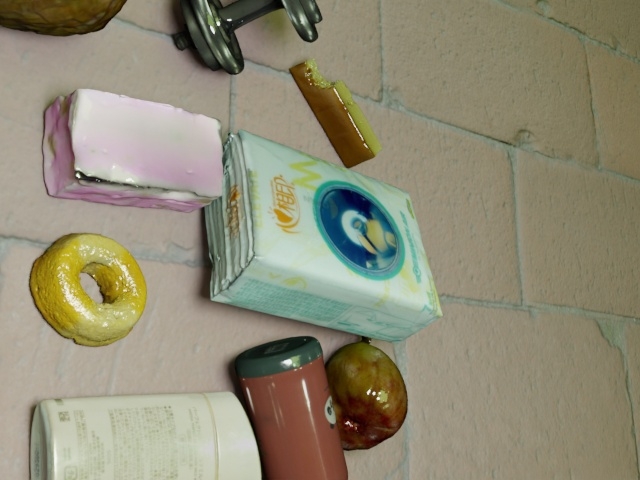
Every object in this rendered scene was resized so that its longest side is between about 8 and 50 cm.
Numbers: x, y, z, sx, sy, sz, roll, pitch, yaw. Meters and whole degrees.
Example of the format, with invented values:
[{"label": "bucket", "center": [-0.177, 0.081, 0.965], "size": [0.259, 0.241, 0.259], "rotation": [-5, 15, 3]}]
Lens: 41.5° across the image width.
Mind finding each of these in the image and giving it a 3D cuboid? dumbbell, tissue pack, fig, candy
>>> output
[{"label": "dumbbell", "center": [-0.117, -0.401, 1.454], "size": [0.192, 0.290, 0.192], "rotation": [-23, 90, -83]}, {"label": "tissue pack", "center": [0.000, 0.000, 1.446], "size": [0.388, 0.162, 0.287], "rotation": [17, 46, -34]}, {"label": "fig", "center": [0.076, 0.235, 1.502], "size": [0.146, 0.170, 0.274], "rotation": [37, 37, -22]}, {"label": "candy", "center": [-0.285, -0.136, 1.321], "size": [0.265, 0.116, 0.155], "rotation": [5, 74, -38]}, {"label": "fig", "center": [-0.470, -0.403, 1.214], "size": [0.369, 0.286, 0.286], "rotation": [-24, 93, -10]}]

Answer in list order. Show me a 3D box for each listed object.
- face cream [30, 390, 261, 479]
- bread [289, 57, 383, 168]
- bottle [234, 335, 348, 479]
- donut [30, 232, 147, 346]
[{"label": "face cream", "center": [-0.244, 0.312, 1.245], "size": [0.349, 0.081, 0.173], "rotation": [4, 73, -39]}, {"label": "bread", "center": [0.031, -0.252, 1.635], "size": [0.049, 0.088, 0.226], "rotation": [-40, 105, -38]}, {"label": "bottle", "center": [-0.033, 0.333, 1.365], "size": [0.144, 0.144, 0.336], "rotation": [-17, 95, -41]}, {"label": "donut", "center": [-0.333, 0.069, 1.254], "size": [0.178, 0.065, 0.162], "rotation": [45, 53, -20]}]
